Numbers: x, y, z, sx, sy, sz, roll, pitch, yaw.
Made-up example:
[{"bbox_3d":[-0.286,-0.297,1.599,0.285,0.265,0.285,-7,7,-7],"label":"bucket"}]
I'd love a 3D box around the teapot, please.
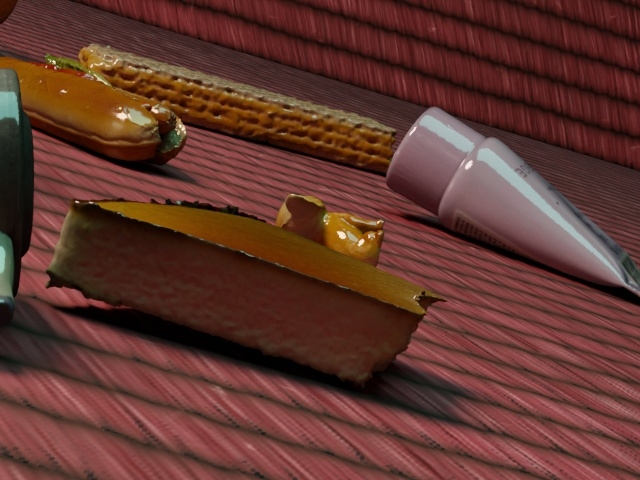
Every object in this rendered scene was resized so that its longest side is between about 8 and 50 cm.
[{"bbox_3d":[-0.189,-0.011,0.783,0.108,0.149,0.111,0,-26,-13],"label":"teapot"}]

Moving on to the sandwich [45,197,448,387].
[{"bbox_3d":[-0.024,0.029,0.890,0.162,0.058,0.193,23,8,29],"label":"sandwich"}]

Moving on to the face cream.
[{"bbox_3d":[0.196,-0.020,1.571,0.274,0.096,0.154,32,8,10],"label":"face cream"}]

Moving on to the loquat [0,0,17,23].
[{"bbox_3d":[-0.417,-0.310,1.823,0.208,0.208,0.208,16,9,-3],"label":"loquat"}]

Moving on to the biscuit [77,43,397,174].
[{"bbox_3d":[-0.084,-0.144,1.872,0.379,0.054,0.094,14,10,-20],"label":"biscuit"}]

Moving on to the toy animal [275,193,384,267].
[{"bbox_3d":[0.000,0.000,1.175,0.083,0.060,0.081,16,45,-2],"label":"toy animal"}]

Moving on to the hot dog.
[{"bbox_3d":[-0.213,-0.120,1.460,0.236,0.062,0.092,22,13,34],"label":"hot dog"}]
